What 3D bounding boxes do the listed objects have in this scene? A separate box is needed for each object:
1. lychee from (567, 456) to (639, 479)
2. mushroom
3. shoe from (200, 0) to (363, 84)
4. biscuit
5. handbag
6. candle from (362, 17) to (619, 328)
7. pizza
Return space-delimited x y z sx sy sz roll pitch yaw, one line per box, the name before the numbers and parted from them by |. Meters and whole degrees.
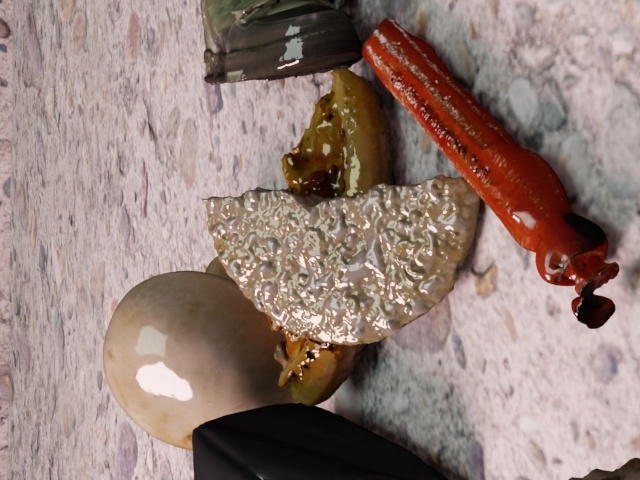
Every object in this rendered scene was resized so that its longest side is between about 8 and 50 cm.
lychee | 0.160 0.235 0.483 0.274 0.255 0.255 58 157 -13
mushroom | -0.111 0.102 1.077 0.215 0.207 0.207 -73 6 -46
shoe | -0.050 -0.220 0.960 0.293 0.109 0.149 -168 72 -69
biscuit | 0.015 0.019 0.836 0.250 0.032 0.133 -2 98 31
handbag | -0.013 0.311 0.875 0.275 0.178 0.301 11 103 63
candle | 0.111 -0.068 0.739 0.051 0.048 0.329 -39 46 7
pizza | 0.000 0.000 0.922 0.161 0.086 0.305 28 116 60
